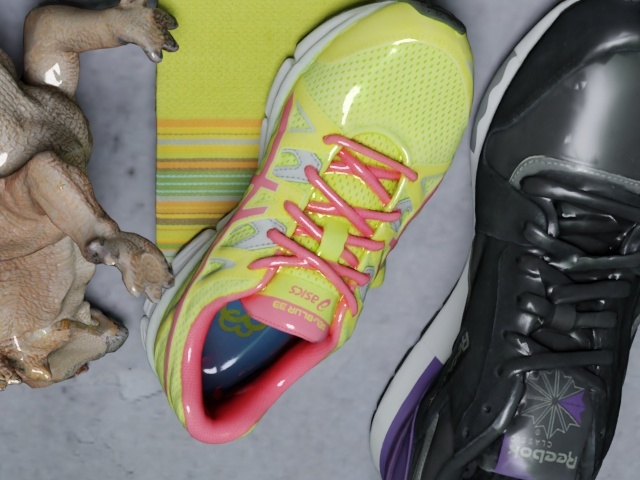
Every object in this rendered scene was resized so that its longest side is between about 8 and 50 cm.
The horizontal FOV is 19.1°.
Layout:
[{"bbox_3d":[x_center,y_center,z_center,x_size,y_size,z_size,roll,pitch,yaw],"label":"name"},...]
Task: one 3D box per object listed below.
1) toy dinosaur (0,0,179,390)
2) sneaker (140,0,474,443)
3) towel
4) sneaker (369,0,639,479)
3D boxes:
[{"bbox_3d":[-0.167,-0.042,0.743,0.200,0.127,0.296,-26,110,33],"label":"toy dinosaur"},{"bbox_3d":[0.000,0.000,0.762,0.081,0.094,0.208,25,114,-17],"label":"sneaker"},{"bbox_3d":[-0.017,-0.081,0.780,0.102,0.021,0.237,-1,121,-7],"label":"towel"},{"bbox_3d":[0.103,0.039,0.793,0.107,0.124,0.283,12,120,-9],"label":"sneaker"}]
